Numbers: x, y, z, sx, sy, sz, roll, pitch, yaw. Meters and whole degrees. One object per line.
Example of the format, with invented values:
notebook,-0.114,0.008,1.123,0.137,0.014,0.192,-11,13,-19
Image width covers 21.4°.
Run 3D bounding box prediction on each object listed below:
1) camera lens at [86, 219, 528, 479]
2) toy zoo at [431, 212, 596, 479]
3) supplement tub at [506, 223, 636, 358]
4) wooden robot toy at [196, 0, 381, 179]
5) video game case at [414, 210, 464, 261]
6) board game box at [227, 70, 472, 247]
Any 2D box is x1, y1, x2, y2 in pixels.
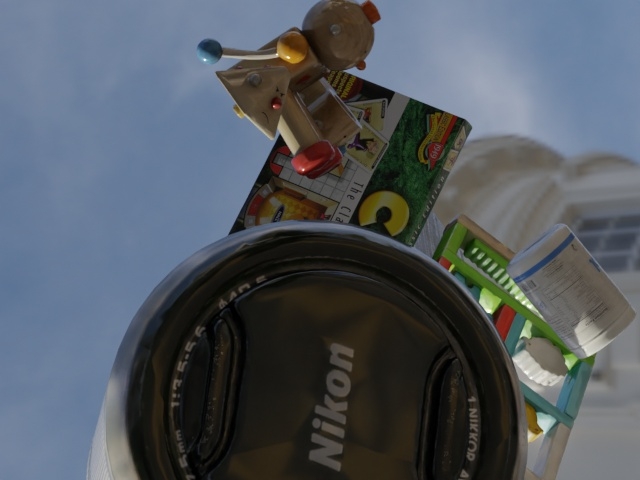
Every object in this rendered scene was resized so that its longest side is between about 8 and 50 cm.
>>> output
camera lens,-0.019,0.125,0.955,0.219,0.274,0.219,4,-110,-10
toy zoo,0.159,0.123,1.598,0.192,0.030,0.293,37,-137,-7
supplement tub,0.224,0.045,1.521,0.107,0.071,0.071,50,-129,-3
wooden robot toy,0.003,-0.081,0.824,0.076,0.079,0.173,52,-172,6
video game case,0.079,-0.021,1.714,0.274,0.026,0.196,51,-161,-30
board game box,0.000,0.000,1.295,0.259,0.136,0.030,-64,-19,-8
